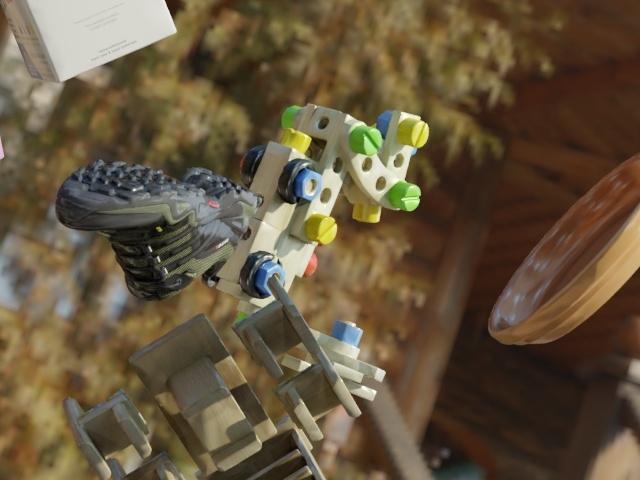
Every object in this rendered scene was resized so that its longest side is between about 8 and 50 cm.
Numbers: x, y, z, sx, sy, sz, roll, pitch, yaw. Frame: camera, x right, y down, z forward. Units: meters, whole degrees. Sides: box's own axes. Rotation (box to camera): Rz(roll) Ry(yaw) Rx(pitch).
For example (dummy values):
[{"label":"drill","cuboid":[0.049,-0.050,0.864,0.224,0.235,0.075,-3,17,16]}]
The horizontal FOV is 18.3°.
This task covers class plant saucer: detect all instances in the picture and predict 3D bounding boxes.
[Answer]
[{"label":"plant saucer","cuboid":[0.211,0.011,1.553,0.037,0.200,0.200,42,-21,-7]}]

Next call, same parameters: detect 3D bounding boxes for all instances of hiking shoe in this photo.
[{"label":"hiking shoe","cuboid":[-0.136,0.000,1.637,0.086,0.114,0.227,25,13,34]}]

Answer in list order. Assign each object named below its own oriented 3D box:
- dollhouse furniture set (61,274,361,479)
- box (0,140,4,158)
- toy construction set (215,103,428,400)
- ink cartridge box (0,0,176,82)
[{"label":"dollhouse furniture set","cuboid":[-0.083,0.162,1.730,0.242,0.212,0.161,60,-3,-30]},{"label":"box","cuboid":[-0.394,-0.173,1.639,0.213,0.117,0.243,20,-47,34]},{"label":"toy construction set","cuboid":[0.000,0.000,2.042,0.151,0.328,0.215,1,-17,37]},{"label":"ink cartridge box","cuboid":[-0.317,-0.338,2.482,0.233,0.168,0.171,69,-16,-14]}]
